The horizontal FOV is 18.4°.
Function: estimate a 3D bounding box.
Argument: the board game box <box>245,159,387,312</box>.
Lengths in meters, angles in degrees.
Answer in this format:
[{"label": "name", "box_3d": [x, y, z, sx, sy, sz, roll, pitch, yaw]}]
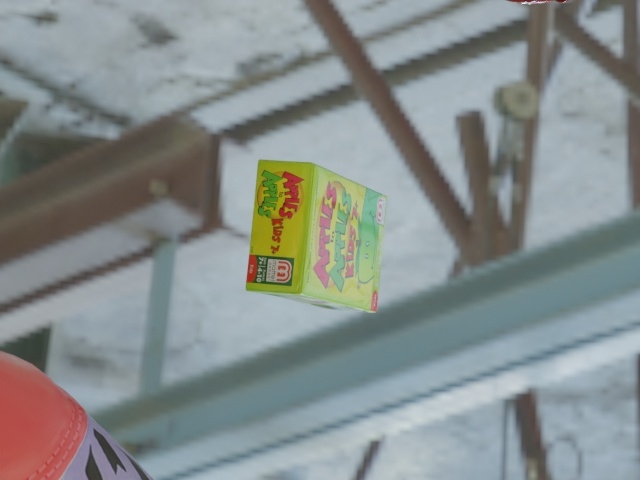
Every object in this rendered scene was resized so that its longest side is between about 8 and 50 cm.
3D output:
[{"label": "board game box", "box_3d": [0.000, 0.000, 1.440, 0.043, 0.092, 0.181, 5, 175, 19]}]

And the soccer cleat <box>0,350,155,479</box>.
[{"label": "soccer cleat", "box_3d": [-0.104, 0.126, 0.308, 0.095, 0.248, 0.083, 33, 158, -12]}]

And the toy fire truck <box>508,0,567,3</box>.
[{"label": "toy fire truck", "box_3d": [0.119, -0.294, 1.668, 0.246, 0.217, 0.158, -29, 148, -33]}]
